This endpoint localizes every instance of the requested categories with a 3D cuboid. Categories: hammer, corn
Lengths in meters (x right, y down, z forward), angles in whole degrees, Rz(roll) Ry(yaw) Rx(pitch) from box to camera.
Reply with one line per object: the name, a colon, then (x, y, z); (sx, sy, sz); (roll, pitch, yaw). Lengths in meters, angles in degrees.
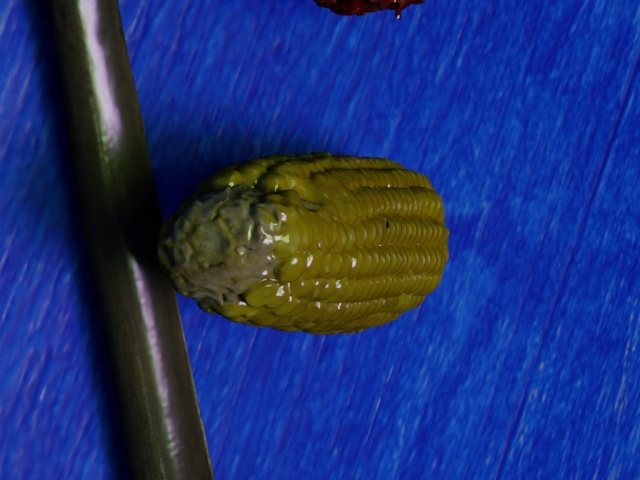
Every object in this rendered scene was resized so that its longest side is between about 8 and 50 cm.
hammer: (-0.095, -0.035, 0.749); (0.168, 0.044, 0.439); (-30, 120, -42)
corn: (0.000, 0.000, 0.794); (0.262, 0.097, 0.097); (3, 97, -68)

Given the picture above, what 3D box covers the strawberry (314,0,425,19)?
strawberry: (0.020, -0.184, 0.812); (0.145, 0.086, 0.145); (-14, 109, -48)
